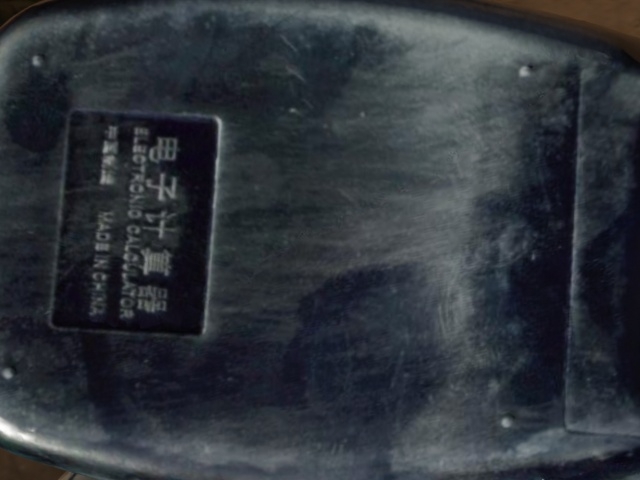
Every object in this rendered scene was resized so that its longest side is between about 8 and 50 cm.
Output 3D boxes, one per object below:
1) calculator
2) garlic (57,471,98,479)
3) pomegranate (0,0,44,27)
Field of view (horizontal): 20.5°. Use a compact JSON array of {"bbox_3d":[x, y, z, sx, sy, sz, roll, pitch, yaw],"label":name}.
[{"bbox_3d":[0.000,0.000,0.579,0.268,0.040,0.177,2,82,3],"label":"calculator"},{"bbox_3d":[-0.012,0.222,0.807,0.241,0.322,0.322,-26,88,2],"label":"garlic"},{"bbox_3d":[-0.168,-0.034,0.874,0.179,0.210,0.179,-1,109,-4],"label":"pomegranate"}]
